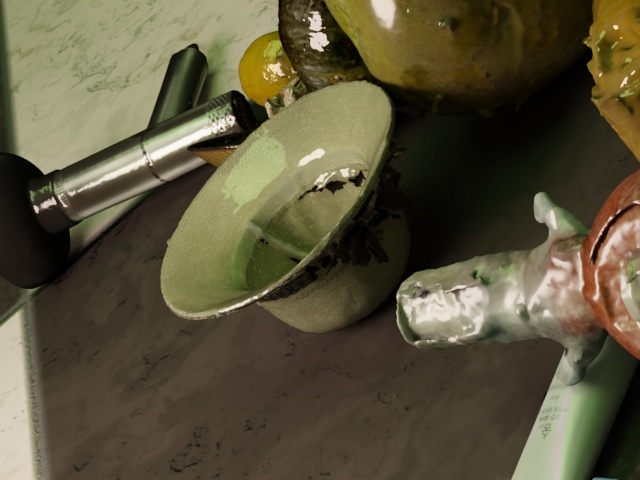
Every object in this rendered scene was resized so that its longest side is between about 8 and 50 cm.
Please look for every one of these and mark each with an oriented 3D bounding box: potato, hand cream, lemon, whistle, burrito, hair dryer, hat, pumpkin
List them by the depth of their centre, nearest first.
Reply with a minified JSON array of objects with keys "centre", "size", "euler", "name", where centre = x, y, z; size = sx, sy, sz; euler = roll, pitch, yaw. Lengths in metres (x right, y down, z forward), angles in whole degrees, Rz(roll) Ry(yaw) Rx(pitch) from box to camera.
[{"centre":[0.191,0.025,1.217],"size":[0.346,0.142,0.134],"euler":[-12,24,43],"name":"whistle"},{"centre":[0.175,0.117,1.279],"size":[0.078,0.050,0.205],"euler":[-11,46,54],"name":"hand cream"},{"centre":[0.000,0.000,1.595],"size":[0.257,0.130,0.257],"euler":[-34,30,22],"name":"hat"},{"centre":[0.160,-0.279,1.619],"size":[0.359,0.269,0.219],"euler":[-41,1,-5],"name":"potato"},{"centre":[0.032,-0.175,1.778],"size":[0.119,0.183,0.107],"euler":[5,83,32],"name":"pumpkin"},{"centre":[-0.027,-0.068,1.797],"size":[0.193,0.082,0.193],"euler":[-10,9,1],"name":"hat"},{"centre":[-0.006,-0.147,1.860],"size":[0.055,0.041,0.149],"euler":[-42,-4,32],"name":"burrito"},{"centre":[-0.042,-0.177,1.958],"size":[0.111,0.082,0.082],"euler":[-11,42,54],"name":"lemon"},{"centre":[-0.208,-0.095,2.109],"size":[0.320,0.155,0.284],"euler":[-25,10,11],"name":"hair dryer"}]

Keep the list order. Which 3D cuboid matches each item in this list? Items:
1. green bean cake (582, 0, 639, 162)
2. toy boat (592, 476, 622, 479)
[{"centre":[0.309,-0.167,1.391],"size":[0.230,0.131,0.224],"euler":[-30,29,27],"name":"green bean cake"},{"centre":[0.195,0.180,1.134],"size":[0.173,0.069,0.058],"euler":[-3,57,60],"name":"toy boat"}]
